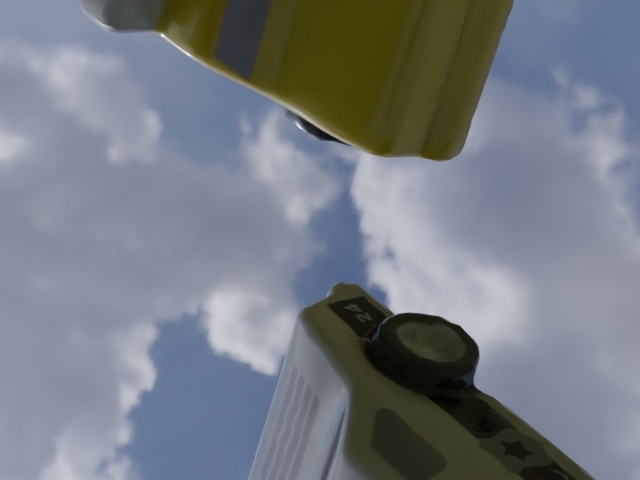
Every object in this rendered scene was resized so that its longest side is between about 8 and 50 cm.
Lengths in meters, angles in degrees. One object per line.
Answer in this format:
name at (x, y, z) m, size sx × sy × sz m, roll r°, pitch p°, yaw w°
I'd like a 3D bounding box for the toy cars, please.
toy cars at (0.000, 0.000, 0.549) m, size 0.087 × 0.176 × 0.394 m, roll -11°, pitch -100°, yaw -42°
